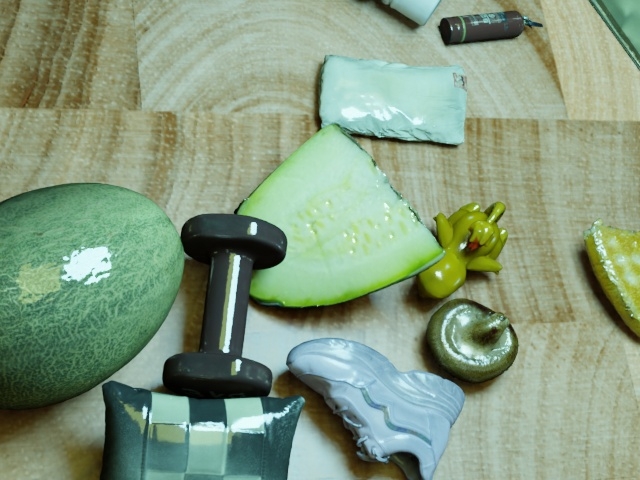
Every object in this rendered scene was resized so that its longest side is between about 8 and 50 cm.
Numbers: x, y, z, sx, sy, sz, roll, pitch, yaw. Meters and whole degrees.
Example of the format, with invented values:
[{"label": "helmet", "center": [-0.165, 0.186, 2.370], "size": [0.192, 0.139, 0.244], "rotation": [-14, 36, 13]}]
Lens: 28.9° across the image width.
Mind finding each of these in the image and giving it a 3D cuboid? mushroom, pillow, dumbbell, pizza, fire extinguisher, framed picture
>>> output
[{"label": "mushroom", "center": [0.205, 0.134, 1.674], "size": [0.126, 0.085, 0.109], "rotation": [38, 96, 1]}, {"label": "pillow", "center": [0.107, -0.208, 1.824], "size": [0.229, 0.051, 0.128], "rotation": [3, 72, -14]}, {"label": "dumbbell", "center": [-0.118, 0.086, 1.555], "size": [0.140, 0.124, 0.225], "rotation": [2, 69, 5]}, {"label": "pizza", "center": [0.476, 0.038, 1.817], "size": [0.199, 0.062, 0.188], "rotation": [-23, 86, -31]}, {"label": "fire extinguisher", "center": [0.263, -0.334, 1.937], "size": [0.158, 0.043, 0.064], "rotation": [-9, 26, -21]}, {"label": "framed picture", "center": [0.567, -0.387, 2.073], "size": [0.231, 0.010, 0.173], "rotation": [-24, 74, -25]}, {"label": "pillow", "center": [-0.145, 0.265, 1.479], "size": [0.249, 0.106, 0.186], "rotation": [7, 95, -15]}]

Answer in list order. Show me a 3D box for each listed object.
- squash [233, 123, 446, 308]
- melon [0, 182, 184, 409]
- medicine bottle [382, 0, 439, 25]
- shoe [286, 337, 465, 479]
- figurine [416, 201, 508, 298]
[{"label": "squash", "center": [0.000, 0.000, 1.636], "size": [0.155, 0.204, 0.237], "rotation": [-22, 69, -46]}, {"label": "melon", "center": [-0.312, 0.058, 1.458], "size": [0.329, 0.248, 0.248], "rotation": [-33, 78, -29]}, {"label": "medicine bottle", "center": [0.088, -0.434, 1.879], "size": [0.237, 0.139, 0.139], "rotation": [34, 60, 0]}, {"label": "shoe", "center": [0.062, 0.216, 1.584], "size": [0.245, 0.095, 0.138], "rotation": [23, 58, -13]}, {"label": "figurine", "center": [0.198, 0.012, 1.706], "size": [0.121, 0.122, 0.176], "rotation": [42, 60, 2]}]
